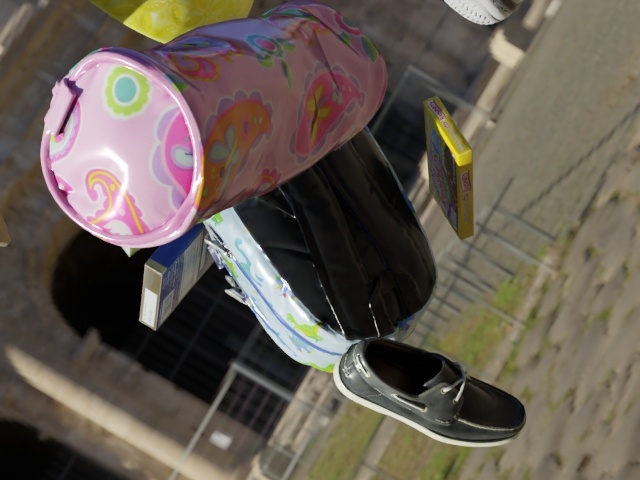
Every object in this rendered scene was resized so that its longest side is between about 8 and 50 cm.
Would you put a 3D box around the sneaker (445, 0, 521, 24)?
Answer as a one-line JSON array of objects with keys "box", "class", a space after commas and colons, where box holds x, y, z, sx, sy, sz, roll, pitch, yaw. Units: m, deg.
[{"box": [0.155, -0.355, 1.155, 0.210, 0.366, 0.137, -19, 58, 34], "class": "sneaker"}]

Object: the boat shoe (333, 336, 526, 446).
[{"box": [0.134, 0.171, 1.352, 0.079, 0.233, 0.084, 124, 163, -49], "class": "boat shoe"}]

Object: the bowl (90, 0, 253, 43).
[{"box": [-0.171, -0.363, 1.320, 0.156, 0.289, 0.289, -49, 5, 28], "class": "bowl"}]

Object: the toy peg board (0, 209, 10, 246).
[{"box": [-0.666, -0.046, 2.148, 0.160, 0.161, 0.079, 4, -38, -48], "class": "toy peg board"}]

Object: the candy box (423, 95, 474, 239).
[{"box": [0.177, -0.096, 1.642, 0.027, 0.105, 0.206, -21, -33, -6], "class": "candy box"}]

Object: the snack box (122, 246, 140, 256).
[{"box": [-0.158, -0.047, 1.273, 0.141, 0.037, 0.100, -39, -2, -15], "class": "snack box"}]

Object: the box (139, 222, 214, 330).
[{"box": [-0.182, 0.011, 1.715, 0.225, 0.036, 0.136, -51, -15, -38], "class": "box"}]

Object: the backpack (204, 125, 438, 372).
[{"box": [0.000, 0.000, 1.597, 0.290, 0.355, 0.273, -27, -27, -33], "class": "backpack"}]

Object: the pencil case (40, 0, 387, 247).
[{"box": [-0.060, -0.087, 0.781, 0.124, 0.124, 0.284, -59, -11, 28], "class": "pencil case"}]
